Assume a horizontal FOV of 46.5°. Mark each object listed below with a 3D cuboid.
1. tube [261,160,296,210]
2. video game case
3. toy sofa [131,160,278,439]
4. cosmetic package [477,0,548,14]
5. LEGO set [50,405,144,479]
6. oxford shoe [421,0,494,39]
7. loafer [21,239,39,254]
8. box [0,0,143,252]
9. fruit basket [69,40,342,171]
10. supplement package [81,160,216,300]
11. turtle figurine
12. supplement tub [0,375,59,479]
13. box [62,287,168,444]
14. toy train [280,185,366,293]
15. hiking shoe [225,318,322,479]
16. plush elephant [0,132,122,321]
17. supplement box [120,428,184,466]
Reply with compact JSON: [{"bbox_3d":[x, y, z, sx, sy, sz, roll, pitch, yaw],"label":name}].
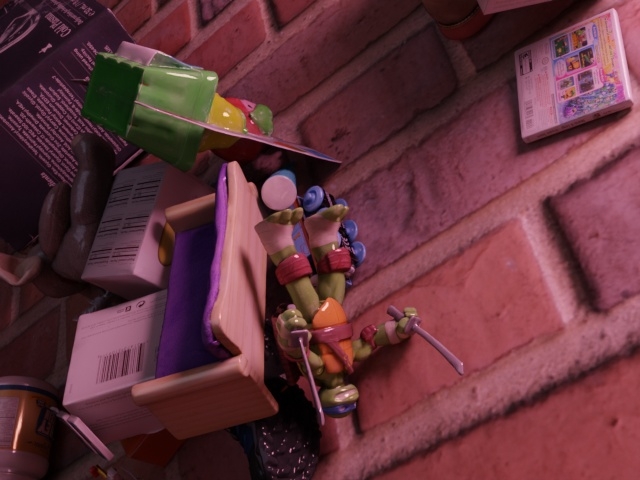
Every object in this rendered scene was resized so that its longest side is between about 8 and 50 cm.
[{"bbox_3d":[-0.066,-0.089,1.201,0.080,0.052,0.207,-45,9,6],"label":"tube"},{"bbox_3d":[0.330,-0.217,0.986,0.143,0.019,0.157,-18,53,34],"label":"video game case"},{"bbox_3d":[-0.155,0.066,1.019,0.150,0.177,0.362,-17,41,12],"label":"toy sofa"},{"bbox_3d":[0.259,-0.508,1.016,0.197,0.155,0.365,-12,65,-7],"label":"cosmetic package"},{"bbox_3d":[-0.315,0.354,1.105,0.060,0.244,0.182,-45,18,-27],"label":"LEGO set"},{"bbox_3d":[0.253,-0.487,1.138,0.123,0.130,0.348,11,73,47],"label":"oxford shoe"},{"bbox_3d":[-0.698,-0.081,1.802,0.092,0.102,0.268,-21,53,26],"label":"loafer"},{"bbox_3d":[-0.631,-0.306,1.654,0.472,0.297,0.480,-43,42,-7],"label":"box"},{"bbox_3d":[-0.186,-0.209,1.219,0.327,0.353,0.165,28,110,49],"label":"fruit basket"},{"bbox_3d":[-0.259,0.004,1.270,0.149,0.194,0.203,-6,63,40],"label":"supplement package"},{"bbox_3d":[0.034,0.079,0.930,0.198,0.274,0.266,-15,79,-11],"label":"turtle figurine"},{"bbox_3d":[-0.570,0.366,1.377,0.144,0.144,0.199,-25,51,30],"label":"supplement tub"},{"bbox_3d":[-0.274,0.189,1.144,0.181,0.119,0.181,-17,41,8],"label":"box"},{"bbox_3d":[0.000,0.000,1.121,0.105,0.080,0.184,-44,42,24],"label":"toy train"},{"bbox_3d":[-0.087,0.244,1.043,0.132,0.113,0.304,-47,32,22],"label":"hiking shoe"},{"bbox_3d":[-0.439,0.011,1.375,0.256,0.272,0.329,-3,67,37],"label":"plush elephant"},{"bbox_3d":[-0.307,0.267,1.243,0.080,0.078,0.233,-54,43,3],"label":"supplement box"}]
